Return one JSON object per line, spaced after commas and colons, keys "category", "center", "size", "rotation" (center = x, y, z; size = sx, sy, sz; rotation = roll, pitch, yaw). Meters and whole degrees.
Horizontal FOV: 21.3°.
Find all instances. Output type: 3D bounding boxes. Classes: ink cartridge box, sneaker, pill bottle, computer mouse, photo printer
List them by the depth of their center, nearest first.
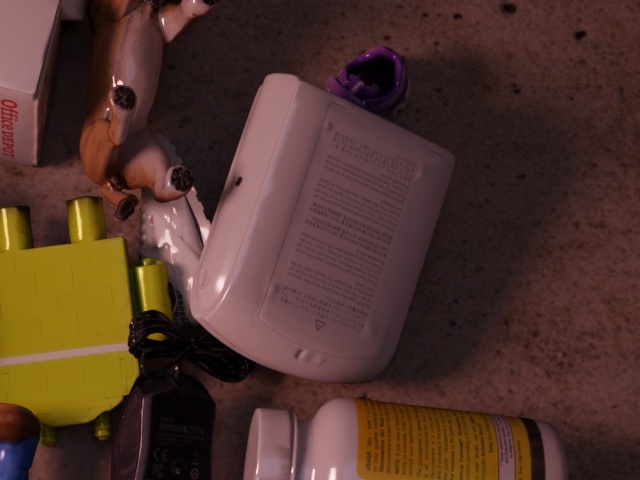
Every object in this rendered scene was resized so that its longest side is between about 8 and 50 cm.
{"category": "pill bottle", "center": [0.086, 0.271, 1.849], "size": [0.334, 0.188, 0.188], "rotation": [8, 71, -7]}
{"category": "computer mouse", "center": [-0.170, 0.224, 1.868], "size": [0.188, 0.072, 0.272], "rotation": [20, 72, -45]}
{"category": "ink cartridge box", "center": [-0.451, -0.206, 1.894], "size": [0.307, 0.223, 0.129], "rotation": [13, 70, -5]}
{"category": "photo printer", "center": [0.000, 0.000, 1.908], "size": [0.256, 0.107, 0.308], "rotation": [22, 81, -31]}
{"category": "sneaker", "center": [-0.174, -0.014, 1.956], "size": [0.094, 0.090, 0.235], "rotation": [-23, 74, -1]}
{"category": "sneaker", "center": [0.022, -0.150, 2.019], "size": [0.095, 0.104, 0.236], "rotation": [44, 72, 4]}

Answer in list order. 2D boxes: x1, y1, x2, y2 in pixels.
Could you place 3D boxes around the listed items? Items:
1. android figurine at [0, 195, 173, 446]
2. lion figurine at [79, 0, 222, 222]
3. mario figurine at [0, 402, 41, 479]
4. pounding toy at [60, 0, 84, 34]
{"category": "android figurine", "center": [-0.288, 0.092, 1.892], "size": [0.248, 0.056, 0.273], "rotation": [-9, 87, -1]}
{"category": "lion figurine", "center": [-0.215, -0.179, 1.917], "size": [0.142, 0.240, 0.392], "rotation": [23, 68, -22]}
{"category": "mario figurine", "center": [-0.374, 0.326, 1.757], "size": [0.170, 0.198, 0.321], "rotation": [10, 66, -22]}
{"category": "pounding toy", "center": [-0.351, -0.299, 1.998], "size": [0.130, 0.141, 0.100], "rotation": [1, 89, -15]}
